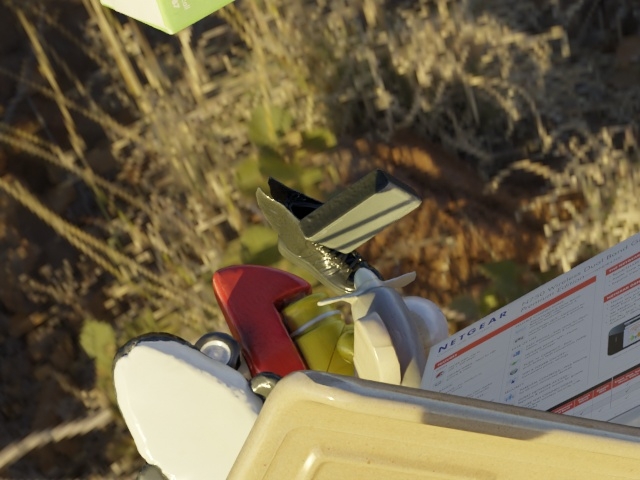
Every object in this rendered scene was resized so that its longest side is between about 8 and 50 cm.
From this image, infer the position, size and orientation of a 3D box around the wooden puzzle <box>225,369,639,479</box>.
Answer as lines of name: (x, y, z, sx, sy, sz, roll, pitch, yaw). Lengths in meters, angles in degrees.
wooden puzzle: (0.062, 0.203, 0.935, 0.322, 0.348, 0.080, 12, 37, -24)

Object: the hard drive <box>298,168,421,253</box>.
hard drive: (0.039, -0.027, 1.477, 0.094, 0.135, 0.022, -34, 75, 11)

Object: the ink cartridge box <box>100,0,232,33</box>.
ink cartridge box: (-0.037, -0.341, 1.239, 0.353, 0.207, 0.119, -32, 34, -23)

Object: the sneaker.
sneaker: (0.002, -0.001, 1.757, 0.170, 0.089, 0.051, 29, 51, 19)

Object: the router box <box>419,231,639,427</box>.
router box: (0.231, 0.125, 1.352, 0.335, 0.082, 0.301, -31, 17, 26)

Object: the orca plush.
orca plush: (-0.042, 0.169, 1.216, 0.287, 0.102, 0.151, 31, 103, -5)

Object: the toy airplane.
toy airplane: (0.064, 0.185, 1.821, 0.272, 0.384, 0.386, -43, 26, -17)
